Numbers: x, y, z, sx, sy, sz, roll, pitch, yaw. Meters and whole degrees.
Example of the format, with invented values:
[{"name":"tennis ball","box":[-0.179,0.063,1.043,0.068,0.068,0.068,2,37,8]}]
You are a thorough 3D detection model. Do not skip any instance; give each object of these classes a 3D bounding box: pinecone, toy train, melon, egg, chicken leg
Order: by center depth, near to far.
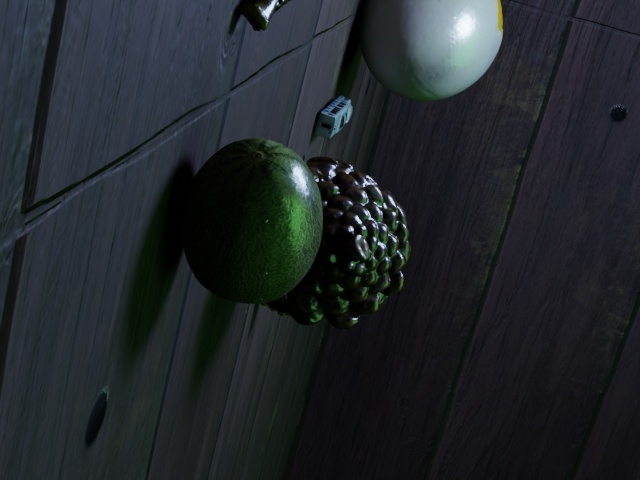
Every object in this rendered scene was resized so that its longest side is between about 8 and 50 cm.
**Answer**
[{"name":"melon","box":[-0.066,-0.012,1.033,0.192,0.139,0.139,100,7,-49]},{"name":"chicken leg","box":[-0.031,-0.276,1.069,0.093,0.070,0.178,90,25,-52]},{"name":"pinecone","box":[0.000,0.000,1.443,0.272,0.224,0.224,-155,-99,-70]},{"name":"toy train","box":[0.028,-0.231,1.972,0.207,0.047,0.043,-58,164,-70]},{"name":"egg","box":[0.215,-0.419,2.124,0.345,0.283,0.283,-62,168,-51]}]

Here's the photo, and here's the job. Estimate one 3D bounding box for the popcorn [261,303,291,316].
[{"name":"popcorn","box":[-0.066,0.083,1.806,0.084,0.084,0.084,16,90,-85]}]
